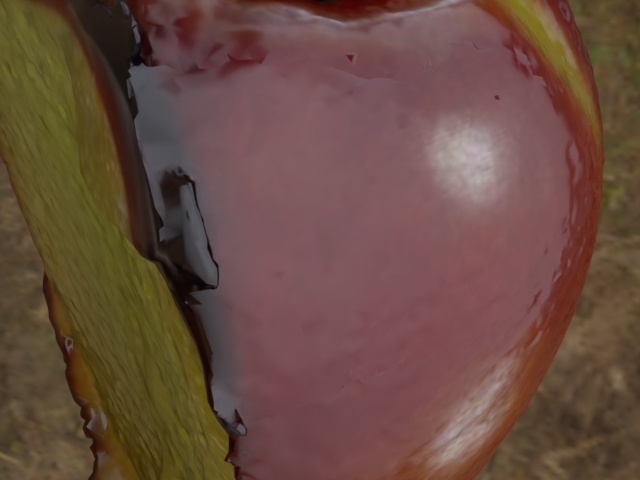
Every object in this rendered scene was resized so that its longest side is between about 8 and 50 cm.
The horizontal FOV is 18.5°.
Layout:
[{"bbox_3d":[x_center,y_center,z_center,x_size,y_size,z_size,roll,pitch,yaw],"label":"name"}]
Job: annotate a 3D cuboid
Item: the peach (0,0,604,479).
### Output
[{"bbox_3d":[0.000,0.000,0.731,0.201,0.257,0.361,-20,139,-18],"label":"peach"}]
